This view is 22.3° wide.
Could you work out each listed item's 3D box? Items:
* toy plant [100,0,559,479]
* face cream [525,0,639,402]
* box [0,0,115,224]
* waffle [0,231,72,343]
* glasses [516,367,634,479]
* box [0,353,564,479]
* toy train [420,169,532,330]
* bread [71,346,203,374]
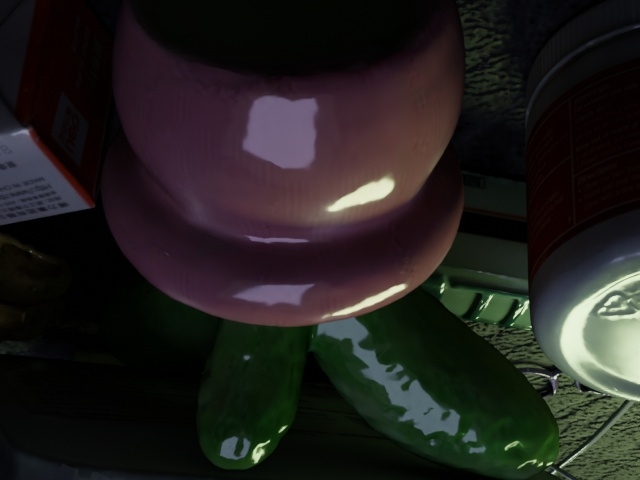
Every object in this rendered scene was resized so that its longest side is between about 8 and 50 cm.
[{"bbox_3d":[0.001,-0.007,0.956,0.317,0.210,0.356,14,129,13],"label":"toy plant"},{"bbox_3d":[0.225,-0.023,0.978,0.201,0.187,0.201,2,146,1],"label":"face cream"},{"bbox_3d":[-0.224,-0.074,0.993,0.182,0.133,0.099,-12,142,18],"label":"box"},{"bbox_3d":[-0.336,0.014,1.164,0.309,0.065,0.283,1,154,13],"label":"waffle"},{"bbox_3d":[0.199,0.156,1.319,0.140,0.104,0.062,-4,147,17],"label":"glasses"},{"bbox_3d":[-0.056,0.169,1.162,0.396,0.111,0.396,9,-177,-19],"label":"box"},{"bbox_3d":[0.214,0.027,1.144,0.407,0.088,0.086,9,145,-10],"label":"toy train"},{"bbox_3d":[-0.143,0.127,1.375,0.154,0.028,0.068,11,144,-13],"label":"bread"}]
